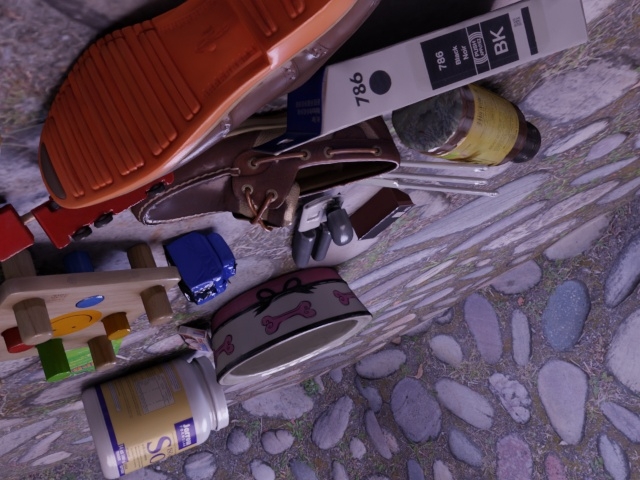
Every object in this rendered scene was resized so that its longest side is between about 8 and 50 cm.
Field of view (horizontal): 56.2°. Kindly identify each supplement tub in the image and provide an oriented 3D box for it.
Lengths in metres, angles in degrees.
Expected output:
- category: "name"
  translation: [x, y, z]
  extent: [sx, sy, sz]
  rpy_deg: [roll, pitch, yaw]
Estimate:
- category: "supplement tub"
  translation: [-0.435, 0.455, 1.587]
  extent: [0.331, 0.241, 0.241]
  rpy_deg: [-16, 161, -24]

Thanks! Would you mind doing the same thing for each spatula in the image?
- category: "spatula"
  translation: [0.139, -0.095, 0.904]
  extent: [0.241, 0.019, 0.168]
  rpy_deg: [8, 170, 23]

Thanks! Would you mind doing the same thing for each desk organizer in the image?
- category: "desk organizer"
  translation: [0.114, -0.054, 1.141]
  extent: [0.047, 0.050, 0.130]
  rpy_deg: [-8, 156, -41]

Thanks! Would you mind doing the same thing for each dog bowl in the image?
- category: "dog bowl"
  translation: [-0.085, 0.207, 1.475]
  extent: [0.407, 0.150, 0.408]
  rpy_deg: [-23, 163, -7]

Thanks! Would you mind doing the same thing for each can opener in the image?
- category: "can opener"
  translation: [0.000, 0.000, 1.076]
  extent: [0.075, 0.095, 0.283]
  rpy_deg: [-19, 161, -14]

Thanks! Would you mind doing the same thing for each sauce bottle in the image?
- category: "sauce bottle"
  translation: [0.237, -0.164, 0.884]
  extent: [0.111, 0.112, 0.344]
  rpy_deg: [-36, 157, 34]

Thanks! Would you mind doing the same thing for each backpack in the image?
- category: "backpack"
  translation: [-0.189, 0.049, 0.972]
  extent: [0.101, 0.098, 0.120]
  rpy_deg: [-23, 162, -16]

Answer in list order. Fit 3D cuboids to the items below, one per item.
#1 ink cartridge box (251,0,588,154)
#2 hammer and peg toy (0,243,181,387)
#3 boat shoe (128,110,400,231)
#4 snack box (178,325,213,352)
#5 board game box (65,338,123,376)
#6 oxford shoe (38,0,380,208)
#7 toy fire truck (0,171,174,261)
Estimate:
- category: "ink cartridge box"
  translation: [0.082, -0.173, 0.619]
  extent: [0.332, 0.065, 0.165]
  rpy_deg: [-23, -165, -11]
- category: "hammer and peg toy"
  translation: [-0.399, 0.112, 0.828]
  extent: [0.266, 0.127, 0.361]
  rpy_deg: [-37, 159, 34]
- category: "boat shoe"
  translation: [-0.063, -0.074, 0.735]
  extent: [0.341, 0.123, 0.123]
  rpy_deg: [-20, 162, -14]
- category: "snack box"
  translation: [-0.300, 0.241, 1.457]
  extent: [0.064, 0.022, 0.178]
  rpy_deg: [11, 159, 0]
- category: "board game box"
  translation: [-0.468, 0.219, 1.205]
  extent: [0.124, 0.039, 0.259]
  rpy_deg: [-12, 156, -31]
- category: "oxford shoe"
  translation: [-0.095, -0.134, 0.527]
  extent: [0.363, 0.130, 0.132]
  rpy_deg: [-29, 170, 20]
- category: "toy fire truck"
  translation: [-0.262, -0.041, 0.643]
  extent: [0.192, 0.047, 0.135]
  rpy_deg: [-36, -153, -22]
